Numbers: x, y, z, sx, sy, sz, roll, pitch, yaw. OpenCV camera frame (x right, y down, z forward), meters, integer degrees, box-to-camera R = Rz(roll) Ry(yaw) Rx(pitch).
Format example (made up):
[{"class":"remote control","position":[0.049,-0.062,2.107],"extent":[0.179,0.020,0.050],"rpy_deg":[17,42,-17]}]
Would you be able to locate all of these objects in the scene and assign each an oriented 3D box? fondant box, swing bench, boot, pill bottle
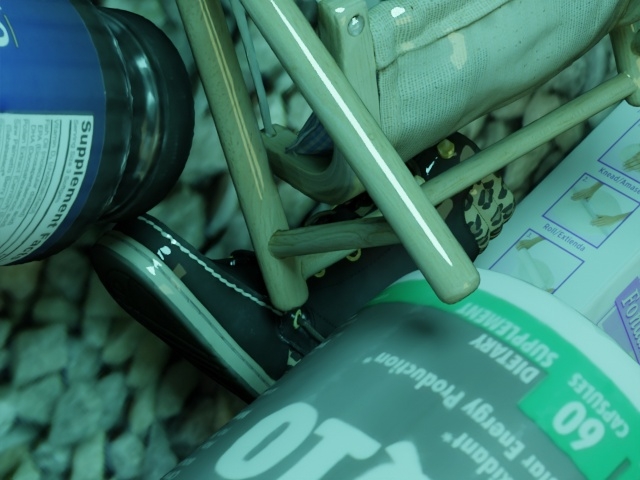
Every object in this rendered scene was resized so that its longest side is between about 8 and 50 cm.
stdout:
[{"class":"fondant box","position":[0.152,0.102,1.038],"extent":[0.330,0.096,0.238],"rpy_deg":[-45,138,-15]},{"class":"swing bench","position":[0.059,-0.137,0.724],"extent":[0.253,0.165,0.254],"rpy_deg":[-29,100,-26]},{"class":"boot","position":[-0.001,0.000,0.840],"extent":[0.178,0.085,0.236],"rpy_deg":[-55,139,-8]},{"class":"pill bottle","position":[-0.016,0.187,0.666],"extent":[0.361,0.204,0.204],"rpy_deg":[-40,137,-28]},{"class":"pill bottle","position":[-0.151,-0.048,0.617],"extent":[0.219,0.123,0.123],"rpy_deg":[-6,120,-57]}]
